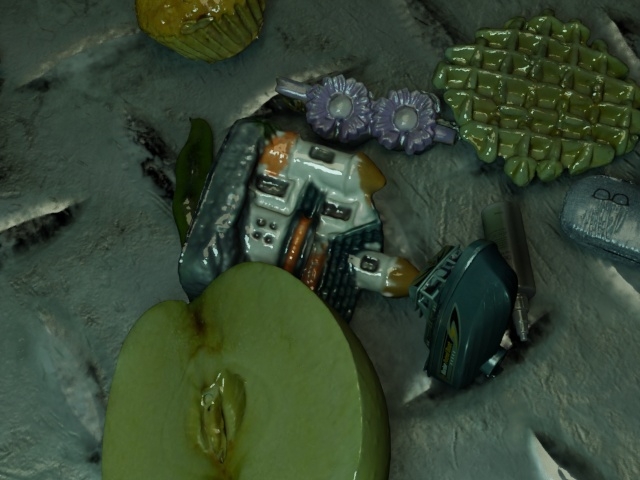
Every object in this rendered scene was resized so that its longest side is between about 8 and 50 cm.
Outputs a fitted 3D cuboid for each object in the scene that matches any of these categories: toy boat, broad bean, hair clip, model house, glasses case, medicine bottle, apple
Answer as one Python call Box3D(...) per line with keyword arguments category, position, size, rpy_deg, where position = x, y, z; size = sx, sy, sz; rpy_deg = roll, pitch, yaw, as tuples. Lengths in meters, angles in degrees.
Box3D(category="toy boat", position=(0.174, 0.080, 1.131), size=(0.122, 0.296, 0.114), rpy_deg=(36, 69, 22))
Box3D(category="broad bean", position=(-0.186, -0.059, 1.360), size=(0.060, 0.043, 0.297), rpy_deg=(1, 63, -9))
Box3D(category="hair clip", position=(0.070, -0.187, 1.402), size=(0.292, 0.084, 0.106), rpy_deg=(12, 82, 4))
Box3D(category="model house", position=(0.000, 0.000, 1.239), size=(0.301, 0.190, 0.271), rpy_deg=(15, 63, 9))
Box3D(category="glasses case", position=(0.470, -0.007, 1.288), size=(0.282, 0.067, 0.109), rpy_deg=(22, 68, 15))
Box3D(category="medicine bottle", position=(0.261, 0.044, 1.277), size=(0.057, 0.057, 0.199), rpy_deg=(-4, 63, 1))
Box3D(category="apple", position=(-0.094, 0.211, 1.075), size=(0.320, 0.312, 0.360), rpy_deg=(-5, 56, -13))

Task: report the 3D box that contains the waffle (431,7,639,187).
Box3D(category="waffle", position=(0.332, -0.221, 1.394), size=(0.309, 0.056, 0.292), rpy_deg=(-23, 67, -17))

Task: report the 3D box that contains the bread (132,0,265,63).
Box3D(category="bread", position=(-0.184, -0.399, 1.465), size=(0.240, 0.139, 0.240), rpy_deg=(-11, 64, 25))
